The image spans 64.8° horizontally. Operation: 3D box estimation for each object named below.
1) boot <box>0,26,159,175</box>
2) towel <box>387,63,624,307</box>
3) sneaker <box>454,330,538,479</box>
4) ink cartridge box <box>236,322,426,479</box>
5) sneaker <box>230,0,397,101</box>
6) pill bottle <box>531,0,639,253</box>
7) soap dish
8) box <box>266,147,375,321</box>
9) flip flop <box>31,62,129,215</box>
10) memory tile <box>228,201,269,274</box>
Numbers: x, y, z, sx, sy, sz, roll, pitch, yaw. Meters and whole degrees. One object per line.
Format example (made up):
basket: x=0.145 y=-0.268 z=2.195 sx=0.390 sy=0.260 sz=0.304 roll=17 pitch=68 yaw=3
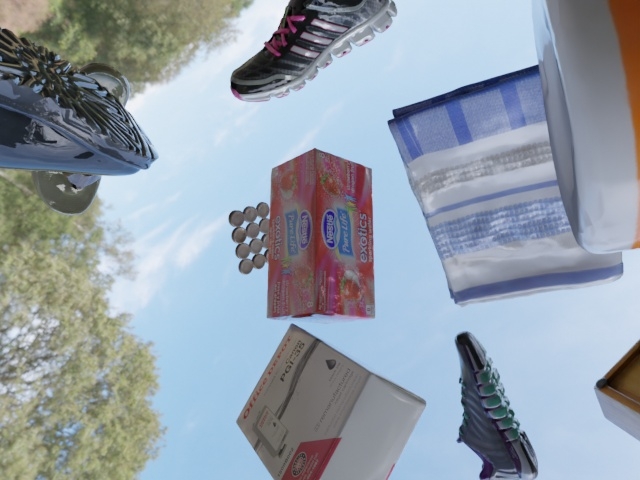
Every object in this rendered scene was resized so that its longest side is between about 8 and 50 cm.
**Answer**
boot: x=-0.476 y=-0.053 z=0.612 sx=0.445 sy=0.367 sz=0.146 roll=-39 pitch=-114 yaw=10
towel: x=0.214 y=-0.045 z=0.574 sx=0.209 sy=0.284 sz=0.034 roll=-13 pitch=-150 yaw=25
sneaker: x=0.228 y=0.250 z=0.744 sx=0.098 sy=0.083 sz=0.223 roll=-28 pitch=-104 yaw=22
ink cartridge box: x=-0.002 y=0.272 z=0.787 sx=0.207 sy=0.117 sz=0.283 roll=-60 pitch=-155 yaw=-9
sneaker: x=-0.016 y=-0.191 z=0.448 sx=0.170 sy=0.074 sz=0.063 roll=-32 pitch=-136 yaw=2
pill bottle: x=0.355 y=-0.128 z=0.309 sx=0.393 sy=0.224 sz=0.224 roll=-10 pitch=-135 yaw=22
soap dish: x=0.609 y=0.247 z=0.822 sx=0.229 sy=0.118 sz=0.291 roll=-46 pitch=-178 yaw=1
box: x=0.000 y=0.000 z=0.950 sx=0.142 sy=0.154 sz=0.299 roll=-16 pitch=-113 yaw=48
flip flop: x=-0.382 y=-0.150 z=0.816 sx=0.277 sy=0.112 sz=0.080 roll=-54 pitch=-130 yaw=23
memory tile: x=-0.147 y=-0.005 z=1.113 sx=0.012 sy=0.147 sz=0.113 roll=9 pitch=-156 yaw=42
